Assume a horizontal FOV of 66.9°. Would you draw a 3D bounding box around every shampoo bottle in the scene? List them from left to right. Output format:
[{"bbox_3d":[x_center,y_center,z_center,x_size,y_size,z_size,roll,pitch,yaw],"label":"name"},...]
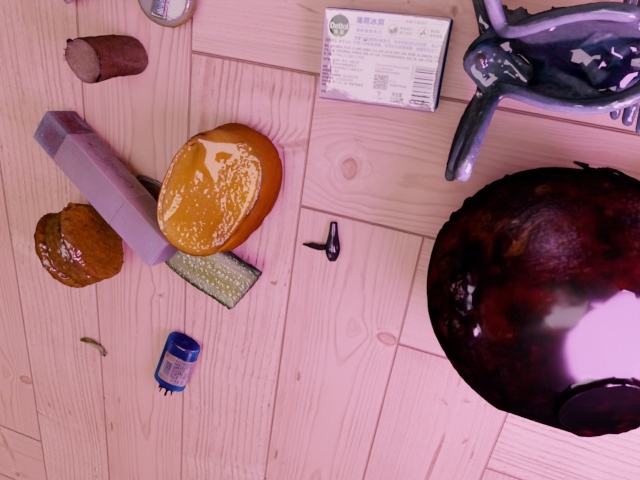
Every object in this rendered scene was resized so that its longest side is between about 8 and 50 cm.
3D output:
[{"bbox_3d":[-0.359,0.313,1.200,0.087,0.050,0.183,28,117,3],"label":"shampoo bottle"}]

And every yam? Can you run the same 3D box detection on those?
[{"bbox_3d":[-0.392,-0.336,0.894,0.084,0.127,0.084,9,117,19],"label":"yam"}]

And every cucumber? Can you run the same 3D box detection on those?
[{"bbox_3d":[-0.245,0.041,1.039,0.244,0.063,0.115,32,111,6],"label":"cucumber"}]

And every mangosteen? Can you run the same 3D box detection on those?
[{"bbox_3d":[0.364,0.082,0.681,0.421,0.381,0.381,8,114,10],"label":"mangosteen"}]

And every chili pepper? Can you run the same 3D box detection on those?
[{"bbox_3d":[-0.602,0.280,1.285,0.083,0.017,0.030,36,120,0],"label":"chili pepper"}]

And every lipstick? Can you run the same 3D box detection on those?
[{"bbox_3d":[-0.432,-0.110,0.998,0.371,0.076,0.080,46,114,5],"label":"lipstick"}]

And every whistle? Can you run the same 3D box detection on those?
[{"bbox_3d":[-0.254,-0.469,0.828,0.104,0.057,0.198,20,115,-3],"label":"whistle"}]

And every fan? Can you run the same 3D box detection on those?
[{"bbox_3d":[-0.346,-0.093,1.047,0.220,0.009,0.132,-38,99,29],"label":"fan"}]

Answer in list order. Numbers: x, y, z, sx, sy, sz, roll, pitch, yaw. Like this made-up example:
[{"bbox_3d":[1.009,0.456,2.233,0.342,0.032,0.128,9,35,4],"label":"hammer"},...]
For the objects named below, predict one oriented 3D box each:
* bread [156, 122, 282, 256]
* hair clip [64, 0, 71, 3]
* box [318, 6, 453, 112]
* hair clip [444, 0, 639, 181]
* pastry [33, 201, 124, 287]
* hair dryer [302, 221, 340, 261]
[{"bbox_3d":[-0.190,-0.092,0.916,0.195,0.142,0.269,35,107,2],"label":"bread"},{"bbox_3d":[-0.438,-0.538,0.816,0.282,0.113,0.172,-46,71,33],"label":"hair clip"},{"bbox_3d":[0.101,-0.290,0.779,0.194,0.073,0.139,12,115,14],"label":"box"},{"bbox_3d":[0.287,-0.235,0.612,0.238,0.318,0.392,4,111,14],"label":"hair clip"},{"bbox_3d":[-0.518,0.010,1.048,0.103,0.189,0.188,-20,105,11],"label":"pastry"},{"bbox_3d":[0.000,0.000,0.966,0.083,0.031,0.079,6,103,25],"label":"hair dryer"}]
